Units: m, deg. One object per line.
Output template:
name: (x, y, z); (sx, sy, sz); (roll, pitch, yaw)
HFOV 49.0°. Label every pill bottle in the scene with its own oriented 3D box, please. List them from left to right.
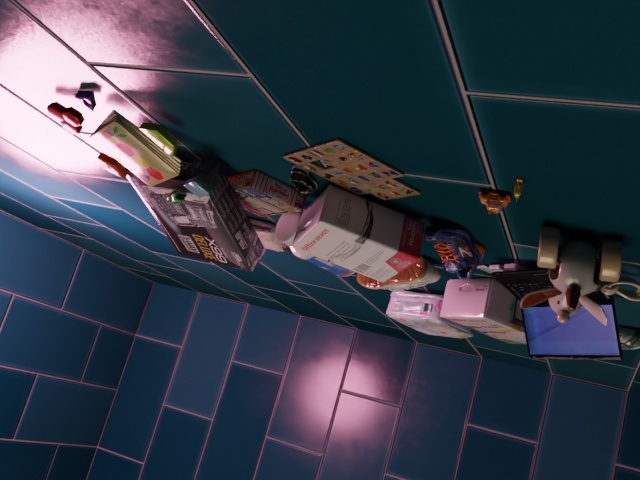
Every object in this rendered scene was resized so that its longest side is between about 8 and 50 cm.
pill bottle: (0.000, 0.000, 1.743); (0.222, 0.124, 0.124); (27, 163, -36)

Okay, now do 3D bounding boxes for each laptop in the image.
laptop: (0.562, 0.177, 1.668); (0.234, 0.136, 0.264); (-7, 150, 38)

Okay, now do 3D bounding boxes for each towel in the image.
towel: (-0.240, -0.031, 2.064); (0.283, 0.049, 0.187); (12, 167, 14)

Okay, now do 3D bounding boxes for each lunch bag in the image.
lunch bag: (0.371, 0.241, 2.336); (0.224, 0.107, 0.279); (30, 161, -36)

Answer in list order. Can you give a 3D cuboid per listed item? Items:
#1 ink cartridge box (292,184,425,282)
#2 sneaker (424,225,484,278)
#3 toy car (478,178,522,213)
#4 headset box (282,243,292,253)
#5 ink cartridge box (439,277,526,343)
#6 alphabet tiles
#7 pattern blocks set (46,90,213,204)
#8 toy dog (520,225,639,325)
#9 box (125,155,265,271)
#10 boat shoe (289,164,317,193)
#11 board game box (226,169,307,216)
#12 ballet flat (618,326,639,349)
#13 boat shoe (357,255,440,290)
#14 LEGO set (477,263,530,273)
ink cartridge box: (0.081, -0.011, 1.548); (0.237, 0.100, 0.172); (21, 153, -15)
sneaker: (0.302, 0.027, 1.577); (0.083, 0.087, 0.221); (3, 162, 43)
toy car: (0.313, -0.077, 1.236); (0.060, 0.040, 0.122); (15, 167, 5)
headset box: (-0.059, 0.010, 2.010); (0.083, 0.032, 0.062); (-23, 144, 39)
ink cartridge box: (0.513, 0.206, 2.000); (0.278, 0.117, 0.201); (23, 165, -24)
alphabet tiles: (0.072, -0.131, 1.369); (0.237, 0.009, 0.198); (23, 165, -30)
pattern blocks set: (-0.386, -0.189, 1.457); (0.286, 0.026, 0.325); (-3, 140, 44)
toy dog: (0.514, 0.107, 1.421); (0.220, 0.160, 0.334); (1, 152, 37)
box: (-0.292, -0.067, 1.670); (0.243, 0.076, 0.307); (12, 145, 30)
boat shoe: (-0.037, -0.120, 1.477); (0.046, 0.038, 0.125); (13, 167, 11)
board game box: (-0.146, -0.106, 1.646); (0.147, 0.045, 0.194); (25, 164, -32)
ballet flat: (0.856, 0.277, 2.022); (0.070, 0.070, 0.188); (21, 163, -20)
boat shoe: (0.217, 0.102, 1.964); (0.096, 0.098, 0.277); (26, 162, -34)
LEGO set: (0.531, 0.118, 1.758); (0.244, 0.060, 0.182); (19, 170, -17)
